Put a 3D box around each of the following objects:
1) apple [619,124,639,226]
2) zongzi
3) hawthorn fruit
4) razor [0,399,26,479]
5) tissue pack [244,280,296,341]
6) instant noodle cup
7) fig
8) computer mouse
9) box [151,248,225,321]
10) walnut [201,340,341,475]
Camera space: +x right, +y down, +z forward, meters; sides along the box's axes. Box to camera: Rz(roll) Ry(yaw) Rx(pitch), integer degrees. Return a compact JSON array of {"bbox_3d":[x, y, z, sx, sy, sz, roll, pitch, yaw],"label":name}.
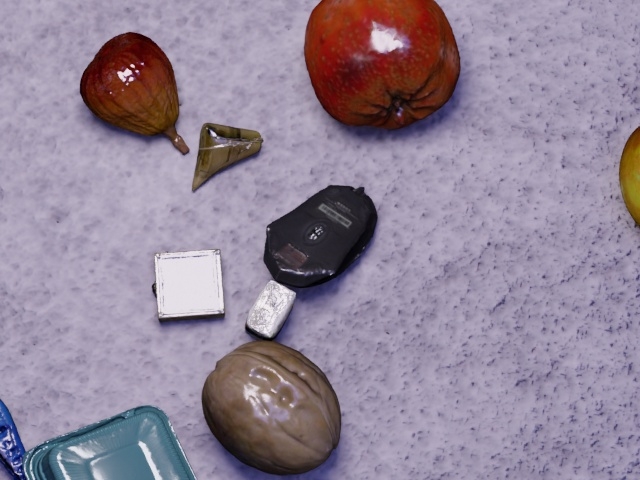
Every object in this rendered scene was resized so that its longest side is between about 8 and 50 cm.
[{"bbox_3d":[0.432,-0.073,1.705,0.163,0.146,0.147,3,72,-17],"label":"apple"},{"bbox_3d":[-0.110,-0.094,1.729,0.076,0.040,0.083,9,90,-9],"label":"zongzi"},{"bbox_3d":[0.065,-0.232,1.707,0.179,0.179,0.200,-18,60,-7],"label":"hawthorn fruit"},{"bbox_3d":[-0.302,0.311,1.626,0.093,0.056,0.324,-30,79,-25],"label":"razor"},{"bbox_3d":[-0.058,0.083,1.671,0.042,0.083,0.062,30,79,2],"label":"tissue pack"},{"bbox_3d":[-0.223,0.266,1.604,0.179,0.070,0.157,-20,72,-23],"label":"instant noodle cup"},{"bbox_3d":[-0.204,-0.174,1.697,0.153,0.119,0.119,35,79,2],"label":"fig"},{"bbox_3d":[0.000,0.000,1.704,0.099,0.057,0.172,34,57,18],"label":"computer mouse"},{"bbox_3d":[-0.154,0.052,1.695,0.083,0.035,0.079,-4,79,-5],"label":"box"},{"bbox_3d":[-0.053,0.187,1.626,0.162,0.140,0.140,32,78,11],"label":"walnut"}]
